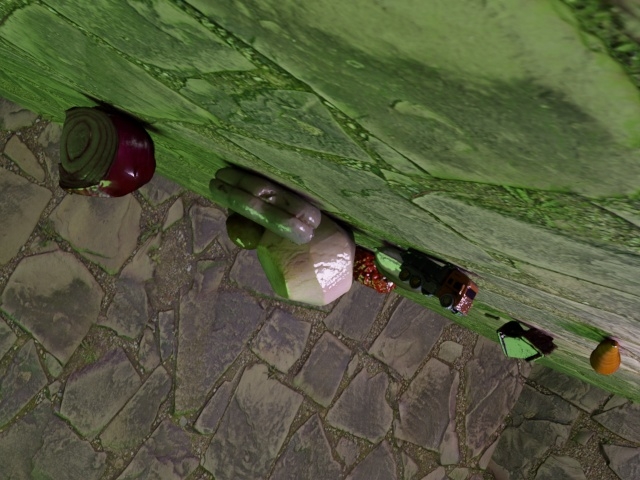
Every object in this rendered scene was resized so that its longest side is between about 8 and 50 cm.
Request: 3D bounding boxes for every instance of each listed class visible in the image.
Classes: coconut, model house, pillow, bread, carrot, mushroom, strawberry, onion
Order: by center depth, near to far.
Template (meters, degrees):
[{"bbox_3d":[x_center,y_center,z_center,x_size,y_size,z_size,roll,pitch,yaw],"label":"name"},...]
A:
[{"bbox_3d":[0.641,0.257,1.733,0.069,0.069,0.336,24,173,23],"label":"carrot"},{"bbox_3d":[-0.153,-0.099,1.808,0.337,0.102,0.183,25,174,45],"label":"bread"},{"bbox_3d":[-0.492,-0.205,1.856,0.206,0.216,0.207,7,-179,19],"label":"onion"},{"bbox_3d":[-0.024,0.033,1.936,0.259,0.259,0.259,26,176,2],"label":"coconut"},{"bbox_3d":[0.215,0.078,1.980,0.185,0.075,0.302,27,176,6],"label":"pillow"},{"bbox_3d":[-0.196,-0.067,2.113,0.128,0.128,0.350,26,-166,-9],"label":"mushroom"},{"bbox_3d":[0.625,0.297,2.280,0.152,0.106,0.165,7,-159,42],"label":"model house"},{"bbox_3d":[0.146,0.090,2.383,0.286,0.106,0.188,23,174,38],"label":"strawberry"}]

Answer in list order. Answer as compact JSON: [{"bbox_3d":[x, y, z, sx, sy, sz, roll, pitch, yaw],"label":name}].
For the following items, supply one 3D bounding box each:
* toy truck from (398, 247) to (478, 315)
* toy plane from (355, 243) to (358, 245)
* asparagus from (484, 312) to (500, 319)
[{"bbox_3d":[0.260,0.088,1.734,0.192,0.092,0.083,33,-179,36],"label":"toy truck"},{"bbox_3d":[-0.001,0.012,2.392,0.212,0.088,0.267,2,180,-5],"label":"toy plane"},{"bbox_3d":[0.564,0.250,2.531,0.015,0.014,0.114,9,179,-12],"label":"asparagus"}]
